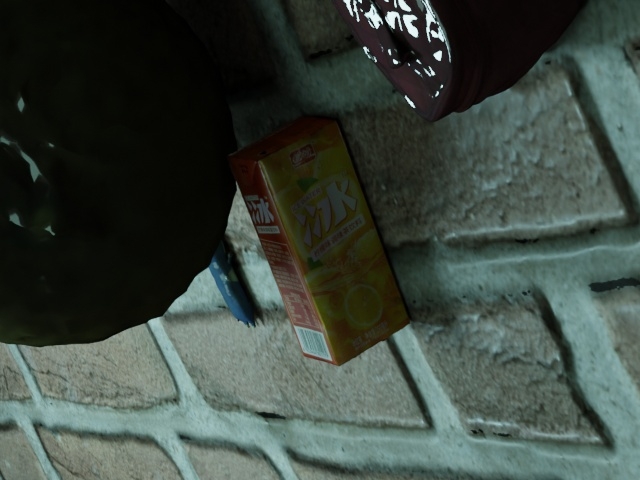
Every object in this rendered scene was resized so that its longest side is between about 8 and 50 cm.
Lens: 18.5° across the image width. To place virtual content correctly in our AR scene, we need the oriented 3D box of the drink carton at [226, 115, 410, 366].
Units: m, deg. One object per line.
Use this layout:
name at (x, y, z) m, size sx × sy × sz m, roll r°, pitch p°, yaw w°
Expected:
drink carton at (0.000, 0.000, 1.878) m, size 0.071 × 0.096 × 0.223 m, roll 12°, pitch 128°, yaw 58°

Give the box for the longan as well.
longan at (-0.275, -0.087, 1.909) m, size 0.391 × 0.391 × 0.391 m, roll 43°, pitch 150°, yaw 33°

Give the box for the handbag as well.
handbag at (0.076, -0.208, 1.470) m, size 0.225 × 0.135 × 0.146 m, roll 55°, pitch 159°, yaw 9°

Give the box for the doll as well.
doll at (-0.104, 0.044, 2.204) m, size 0.037 × 0.027 × 0.125 m, roll 3°, pitch 122°, yaw 62°
